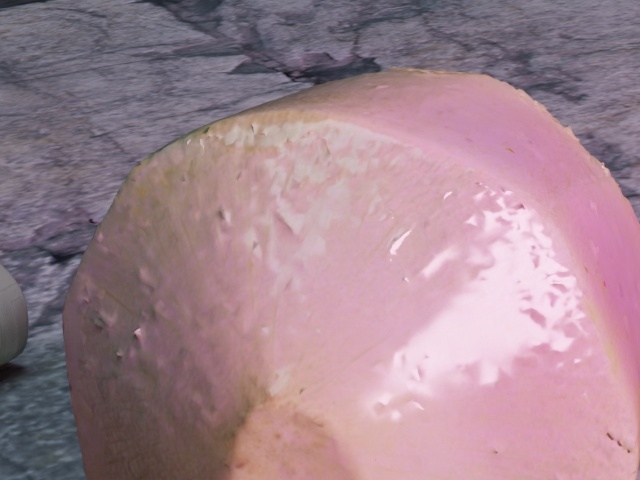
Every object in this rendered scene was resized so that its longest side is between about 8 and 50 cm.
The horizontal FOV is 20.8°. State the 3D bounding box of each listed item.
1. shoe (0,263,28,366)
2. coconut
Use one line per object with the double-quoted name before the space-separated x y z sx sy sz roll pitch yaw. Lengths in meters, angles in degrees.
"shoe" -0.300 0.035 0.999 0.265 0.095 0.110 7 24 27
"coconut" 0.017 0.051 0.704 0.233 0.233 0.245 1 14 19
